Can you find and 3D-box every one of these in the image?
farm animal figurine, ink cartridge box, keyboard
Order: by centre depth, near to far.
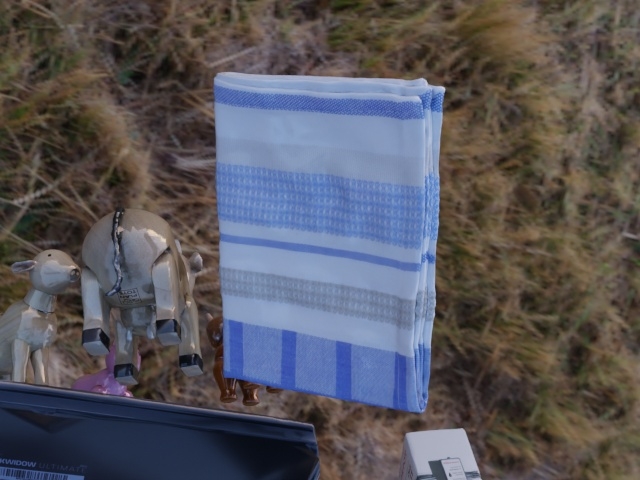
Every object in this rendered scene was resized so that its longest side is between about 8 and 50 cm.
[{"bbox_3d":[-0.167,0.149,0.630,0.317,0.033,0.202,10,125,-13],"label":"keyboard"},{"bbox_3d":[-0.194,0.063,1.135,0.330,0.327,0.172,-2,65,-13],"label":"farm animal figurine"},{"bbox_3d":[0.159,0.366,1.425,0.086,0.208,0.153,-1,124,-8],"label":"ink cartridge box"}]

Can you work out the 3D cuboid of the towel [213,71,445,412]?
[{"bbox_3d":[0.000,0.000,0.938,0.034,0.209,0.285,-27,121,-60],"label":"towel"}]
